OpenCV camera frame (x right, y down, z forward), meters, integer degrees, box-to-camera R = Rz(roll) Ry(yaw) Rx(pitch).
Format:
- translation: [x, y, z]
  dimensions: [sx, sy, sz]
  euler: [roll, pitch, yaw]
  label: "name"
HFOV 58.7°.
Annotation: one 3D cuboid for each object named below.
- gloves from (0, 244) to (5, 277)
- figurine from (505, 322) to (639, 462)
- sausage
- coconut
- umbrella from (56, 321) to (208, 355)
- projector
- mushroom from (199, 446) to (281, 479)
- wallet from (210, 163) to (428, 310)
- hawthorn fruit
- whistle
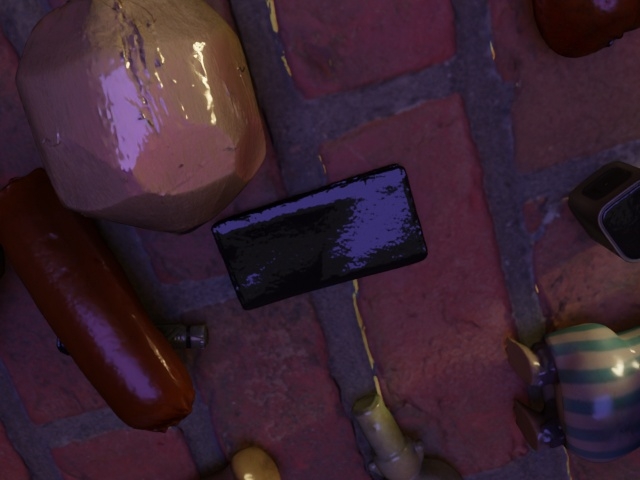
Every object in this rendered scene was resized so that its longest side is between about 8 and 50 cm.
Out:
- translation: [-0.448, 0.048, 0.656]
  dimensions: [0.141, 0.154, 0.331]
  euler: [22, 113, 10]
  label: "gloves"
- translation: [0.428, 0.206, 0.569]
  dimensions: [0.361, 0.378, 0.267]
  euler: [-12, 106, 3]
  label: "figurine"
- translation: [-0.264, 0.071, 0.655]
  dimensions: [0.097, 0.094, 0.349]
  euler: [-33, 88, 7]
  label: "sausage"
- translation: [-0.167, -0.113, 0.563]
  dimensions: [0.227, 0.227, 0.231]
  euler: [-13, 101, 5]
  label: "coconut"
- translation: [-0.239, 0.129, 0.728]
  dimensions: [0.188, 0.050, 0.046]
  euler: [1, 136, -1]
  label: "umbrella"
- translation: [0.347, -0.034, 0.648]
  dimensions: [0.083, 0.082, 0.083]
  euler: [-39, 103, 12]
  label: "projector"
- translation: [-0.157, 0.389, 0.785]
  dimensions: [0.108, 0.096, 0.247]
  euler: [40, 102, 16]
  label: "mushroom"
- translation: [0.000, 0.000, 0.695]
  dimensions: [0.244, 0.025, 0.124]
  euler: [-17, 106, 5]
  label: "wallet"
- translation: [0.272, -0.250, 0.569]
  dimensions: [0.128, 0.128, 0.128]
  euler: [0, 107, 1]
  label: "hawthorn fruit"
- translation: [0.120, 0.321, 0.772]
  dimensions: [0.126, 0.067, 0.258]
  euler: [-27, 102, 8]
  label: "whistle"
